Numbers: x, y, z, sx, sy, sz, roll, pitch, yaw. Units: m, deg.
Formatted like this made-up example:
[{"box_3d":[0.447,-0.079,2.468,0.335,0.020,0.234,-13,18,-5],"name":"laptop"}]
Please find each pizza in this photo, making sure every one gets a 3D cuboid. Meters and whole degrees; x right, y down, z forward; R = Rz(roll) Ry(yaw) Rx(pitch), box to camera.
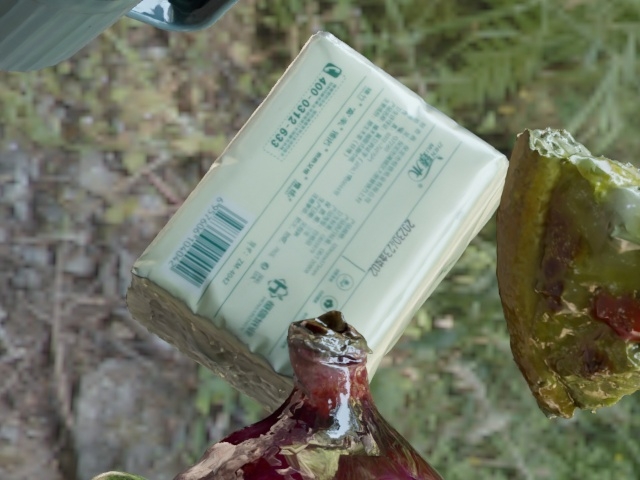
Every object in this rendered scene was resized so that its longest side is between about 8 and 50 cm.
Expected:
[{"box_3d":[0.257,0.037,1.262,0.075,0.288,0.280,-45,129,-43],"name":"pizza"}]

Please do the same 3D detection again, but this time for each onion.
[{"box_3d":[-0.005,0.258,1.635,0.348,0.348,0.385,9,83,-66],"name":"onion"}]

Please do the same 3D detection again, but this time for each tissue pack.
[{"box_3d":[0.000,0.000,1.964,0.380,0.297,0.207,-51,173,-17],"name":"tissue pack"}]

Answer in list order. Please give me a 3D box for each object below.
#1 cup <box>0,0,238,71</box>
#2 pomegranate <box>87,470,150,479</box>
[{"box_3d":[-0.221,-0.329,1.629,0.331,0.311,0.256,-17,84,-38],"name":"cup"},{"box_3d":[-0.219,0.371,2.114,0.156,0.220,0.156,13,90,-82],"name":"pomegranate"}]
